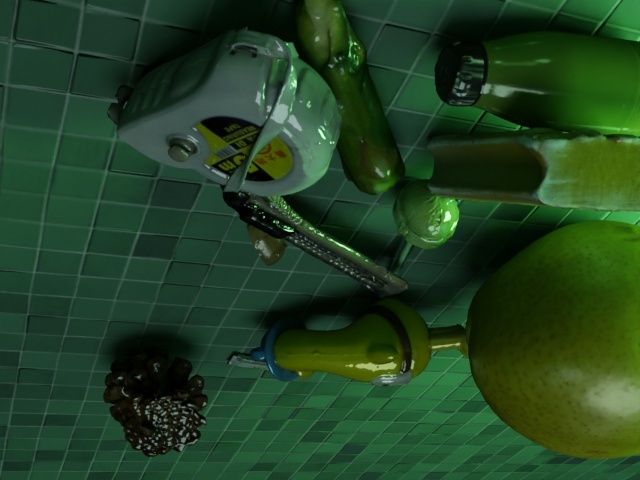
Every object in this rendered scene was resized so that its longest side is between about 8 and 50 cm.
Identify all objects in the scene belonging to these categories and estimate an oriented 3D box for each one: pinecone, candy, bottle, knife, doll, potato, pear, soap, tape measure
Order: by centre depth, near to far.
[{"bbox_3d":[-0.080,-0.127,0.897,0.236,0.120,0.197,-15,138,41],"label":"tape measure"},{"bbox_3d":[0.260,-0.179,0.950,0.260,0.112,0.112,2,145,-15],"label":"bottle"},{"bbox_3d":[0.255,-0.083,0.984,0.173,0.089,0.274,2,-176,-16],"label":"soap"},{"bbox_3d":[-0.002,0.006,1.178,0.089,0.043,0.365,-1,154,47],"label":"knife"},{"bbox_3d":[-0.072,0.010,1.220,0.037,0.036,0.093,-14,145,14],"label":"potato"},{"bbox_3d":[0.423,0.144,1.245,0.418,0.362,0.362,-6,146,2],"label":"pear"},{"bbox_3d":[0.128,0.016,1.248,0.093,0.092,0.335,36,153,10],"label":"candy"},{"bbox_3d":[0.065,0.172,1.388,0.363,0.145,0.199,-4,179,-2],"label":"doll"},{"bbox_3d":[-0.281,0.268,1.430,0.150,0.195,0.179,-27,136,-38],"label":"pinecone"}]

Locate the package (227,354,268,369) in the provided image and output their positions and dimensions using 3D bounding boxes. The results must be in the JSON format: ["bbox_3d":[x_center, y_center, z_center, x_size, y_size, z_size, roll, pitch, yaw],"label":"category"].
[{"bbox_3d":[-0.115,0.225,1.543,0.110,0.015,0.037,12,142,-25],"label":"package"}]

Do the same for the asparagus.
[{"bbox_3d":[0.037,-0.154,0.970,0.082,0.085,0.343,7,153,20],"label":"asparagus"}]
